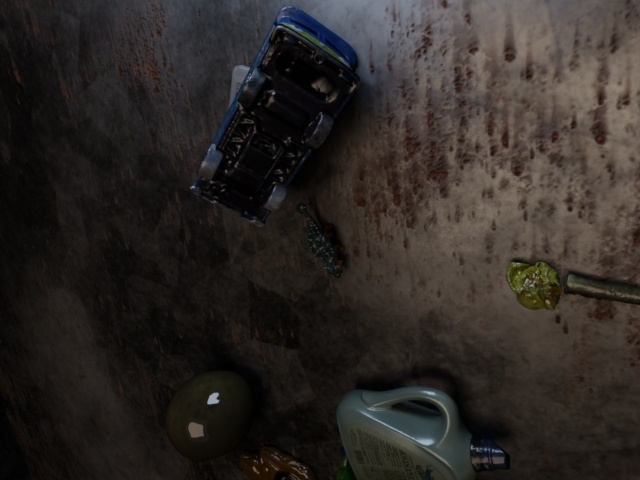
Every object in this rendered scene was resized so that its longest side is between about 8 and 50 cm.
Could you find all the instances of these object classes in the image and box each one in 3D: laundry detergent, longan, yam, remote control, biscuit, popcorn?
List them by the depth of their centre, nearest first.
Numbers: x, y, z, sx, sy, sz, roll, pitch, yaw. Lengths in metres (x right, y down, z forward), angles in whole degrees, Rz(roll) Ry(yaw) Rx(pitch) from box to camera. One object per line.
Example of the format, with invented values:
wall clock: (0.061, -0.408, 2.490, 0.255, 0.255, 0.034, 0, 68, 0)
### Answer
yam: (0.403, 0.074, 0.554, 0.130, 0.027, 0.033, 13, 74, 27)
popcorn: (0.303, 0.065, 0.591, 0.083, 0.060, 0.068, 41, 122, 21)
laundry detergent: (0.181, 0.358, 0.735, 0.281, 0.105, 0.214, -16, 97, 34)
remote control: (-0.148, -0.190, 0.779, 0.067, 0.029, 0.260, 24, 120, 19)
longan: (-0.255, 0.401, 0.949, 0.220, 0.197, 0.196, -26, 93, 37)
biscuit: (-0.085, 0.618, 1.018, 0.291, 0.041, 0.208, 22, 116, 21)

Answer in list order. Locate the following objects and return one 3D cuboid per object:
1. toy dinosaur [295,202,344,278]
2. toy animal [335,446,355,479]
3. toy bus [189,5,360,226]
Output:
toy dinosaur: (0.000, 0.000, 0.743, 0.049, 0.055, 0.154, -27, 95, 37)
toy animal: (0.048, 0.548, 0.847, 0.041, 0.216, 0.075, 14, 137, -12)
toy bus: (-0.072, -0.182, 0.635, 0.138, 0.175, 0.287, 28, 124, -18)
